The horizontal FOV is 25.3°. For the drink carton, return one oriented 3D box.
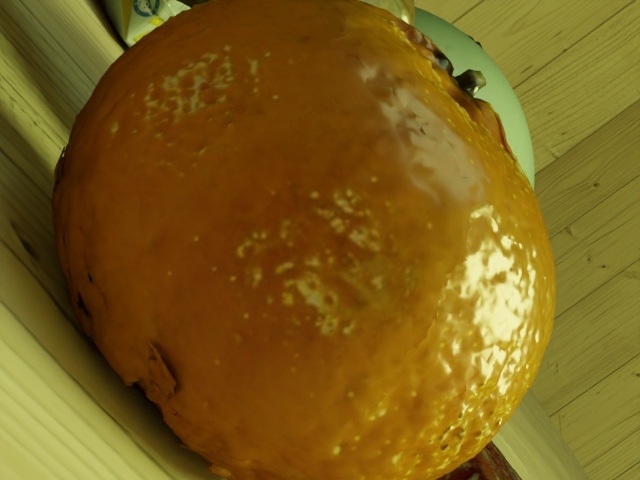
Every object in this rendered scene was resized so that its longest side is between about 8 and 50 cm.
[{"bbox_3d":[-0.116,-0.169,1.025,0.084,0.074,0.200,47,8,-49],"label":"drink carton"}]

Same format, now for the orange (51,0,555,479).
[{"bbox_3d":[0.000,0.000,0.518,0.193,0.161,0.193,51,15,-19],"label":"orange"}]

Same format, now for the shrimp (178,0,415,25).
[{"bbox_3d":[-0.118,-0.179,0.639,0.360,0.085,0.247,33,23,14],"label":"shrimp"}]

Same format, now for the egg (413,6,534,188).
[{"bbox_3d":[0.017,-0.037,0.765,0.183,0.183,0.264,53,0,-9],"label":"egg"}]

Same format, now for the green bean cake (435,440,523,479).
[{"bbox_3d":[0.098,0.166,0.845,0.135,0.056,0.135,51,5,-28],"label":"green bean cake"}]

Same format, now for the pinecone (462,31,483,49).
[{"bbox_3d":[0.051,-0.101,1.313,0.244,0.244,0.309,49,-8,-37],"label":"pinecone"}]
